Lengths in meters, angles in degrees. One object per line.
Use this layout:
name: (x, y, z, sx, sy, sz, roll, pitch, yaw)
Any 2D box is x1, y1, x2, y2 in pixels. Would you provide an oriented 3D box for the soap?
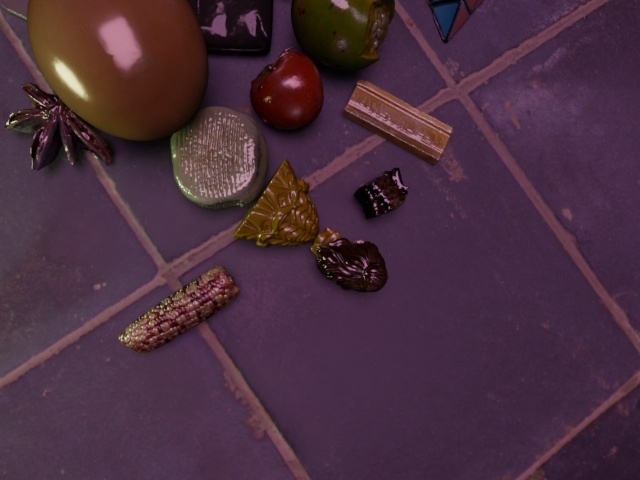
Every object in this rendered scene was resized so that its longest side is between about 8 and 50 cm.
soap: (0.180, -0.276, 1.068, 0.252, 0.037, 0.092, 28, 79, -2)

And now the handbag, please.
handbag: (-0.218, -0.548, 1.036, 0.222, 0.080, 0.247, 1, 82, -6)

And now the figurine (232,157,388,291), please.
figurine: (-0.001, 0.000, 0.972, 0.315, 0.168, 0.187, 35, 69, -10)

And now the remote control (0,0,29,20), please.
remote control: (-0.594, -0.500, 1.016, 0.244, 0.022, 0.077, 27, 79, -3)

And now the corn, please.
corn: (-0.284, 0.146, 0.936, 0.253, 0.086, 0.086, -34, 87, -9)

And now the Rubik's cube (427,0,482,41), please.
Rubik's cube: (0.341, -0.663, 1.083, 0.228, 0.233, 0.228, -23, 130, 26)

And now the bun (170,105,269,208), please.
bun: (-0.207, -0.173, 0.976, 0.221, 0.108, 0.221, 0, 84, 3)

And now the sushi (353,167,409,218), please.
sushi: (0.133, -0.099, 1.013, 0.098, 0.094, 0.084, -29, 90, -25)

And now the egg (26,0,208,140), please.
egg: (-0.368, -0.360, 0.864, 0.301, 0.301, 0.374, -31, 66, -9)

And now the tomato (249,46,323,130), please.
tomato: (-0.064, -0.319, 0.994, 0.167, 0.167, 0.167, 1, 83, -6)

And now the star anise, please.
star anise: (-0.536, -0.244, 0.960, 0.236, 0.093, 0.229, 30, 75, -6)

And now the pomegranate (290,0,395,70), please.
pomegranate: (0.071, -0.498, 0.958, 0.235, 0.302, 0.236, 11, 69, -29)
